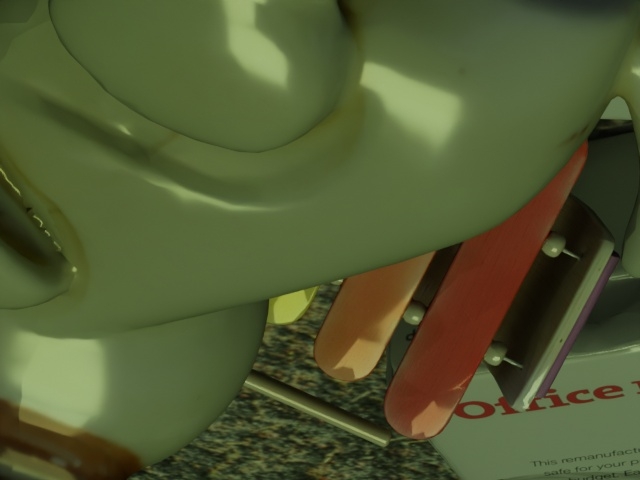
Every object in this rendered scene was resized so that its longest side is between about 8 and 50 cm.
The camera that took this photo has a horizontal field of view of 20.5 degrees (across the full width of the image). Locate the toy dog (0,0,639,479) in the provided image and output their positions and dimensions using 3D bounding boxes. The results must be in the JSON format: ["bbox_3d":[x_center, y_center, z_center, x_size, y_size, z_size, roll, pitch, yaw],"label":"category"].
[{"bbox_3d":[-0.065,-0.058,0.807,0.395,0.285,0.408,26,132,-19],"label":"toy dog"}]

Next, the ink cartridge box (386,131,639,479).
[{"bbox_3d":[0.245,0.097,1.224,0.285,0.166,0.395,-12,145,20],"label":"ink cartridge box"}]

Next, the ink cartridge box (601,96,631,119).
[{"bbox_3d":[0.290,-0.164,0.845,0.307,0.129,0.223,2,148,0],"label":"ink cartridge box"}]

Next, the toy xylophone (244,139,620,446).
[{"bbox_3d":[0.000,0.000,1.018,0.322,0.081,0.236,19,104,3],"label":"toy xylophone"}]
